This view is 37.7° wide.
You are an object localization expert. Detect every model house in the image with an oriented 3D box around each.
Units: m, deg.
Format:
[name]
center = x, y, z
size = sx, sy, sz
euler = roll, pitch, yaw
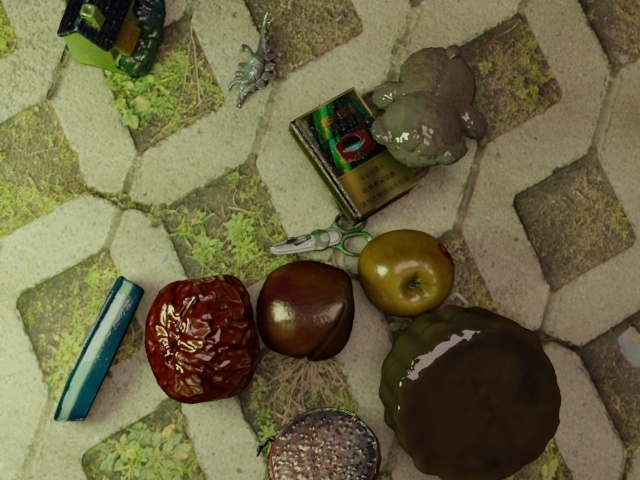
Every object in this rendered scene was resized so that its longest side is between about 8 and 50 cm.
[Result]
[model house]
center = -0.404, -0.452, 1.834
size = 0.170, 0.211, 0.193
euler = 19, 79, 3

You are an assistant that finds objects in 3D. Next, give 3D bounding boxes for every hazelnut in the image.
[hazelnut]
center = -0.016, 0.131, 1.752
size = 0.208, 0.208, 0.208
euler = 0, 81, -3

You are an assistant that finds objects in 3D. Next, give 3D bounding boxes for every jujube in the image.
[jujube]
center = -0.215, 0.182, 1.735
size = 0.213, 0.213, 0.232
euler = -7, 91, -4

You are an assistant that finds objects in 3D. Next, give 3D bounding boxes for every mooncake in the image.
[mooncake]
center = 0.267, 0.277, 1.727
size = 0.324, 0.187, 0.323
euler = -2, 100, -9

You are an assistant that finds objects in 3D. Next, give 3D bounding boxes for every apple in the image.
[apple]
center = 0.166, 0.064, 1.793
size = 0.183, 0.155, 0.182
euler = -3, 113, -8

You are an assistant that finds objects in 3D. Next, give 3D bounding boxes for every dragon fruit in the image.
[dragon fruit]
center = 0.020, 0.436, 1.757
size = 0.224, 0.148, 0.218
euler = -27, 52, 3

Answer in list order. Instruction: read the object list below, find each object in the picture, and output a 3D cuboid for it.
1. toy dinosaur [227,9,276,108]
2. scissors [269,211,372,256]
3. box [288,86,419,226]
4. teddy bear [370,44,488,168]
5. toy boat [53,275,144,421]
[toy dinosaur]
center = -0.129, -0.368, 1.915
size = 0.082, 0.039, 0.208
euler = 16, 91, -3
[scissors]
center = 0.000, 0.000, 1.870
size = 0.204, 0.027, 0.101
euler = -14, 79, -7
[box]
center = 0.063, -0.167, 1.867
size = 0.159, 0.071, 0.240
euler = -33, 84, -17
[teddy bear]
center = 0.215, -0.255, 1.836
size = 0.236, 0.151, 0.267
euler = 16, 64, 3
[toy boat]
center = -0.421, 0.212, 1.785
size = 0.062, 0.096, 0.299
euler = 25, 83, -7
